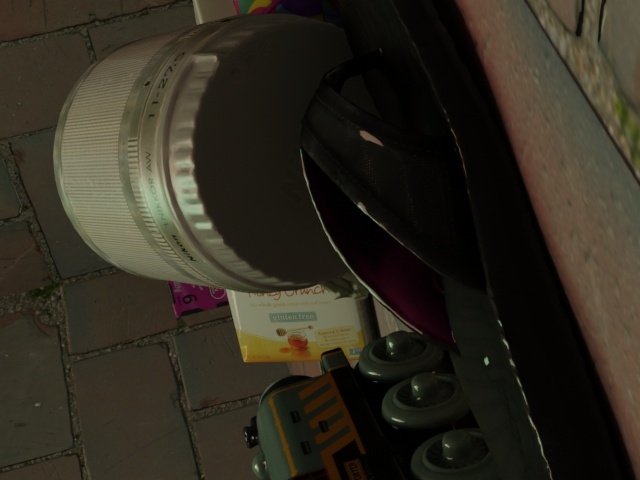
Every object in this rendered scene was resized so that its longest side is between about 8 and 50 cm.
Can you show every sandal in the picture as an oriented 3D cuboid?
[{"bbox_3d":[0.059,-0.007,0.729,0.168,0.107,0.446,86,168,-59],"label":"sandal"}]

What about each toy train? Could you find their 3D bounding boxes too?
[{"bbox_3d":[0.042,0.187,0.959,0.334,0.190,0.142,-119,16,-67],"label":"toy train"}]

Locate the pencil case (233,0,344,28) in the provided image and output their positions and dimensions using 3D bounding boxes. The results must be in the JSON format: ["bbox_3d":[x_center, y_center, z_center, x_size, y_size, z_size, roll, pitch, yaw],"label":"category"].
[{"bbox_3d":[-0.040,-0.261,1.122,0.104,0.104,0.236,82,169,-48],"label":"pencil case"}]

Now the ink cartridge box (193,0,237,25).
[{"bbox_3d":[-0.083,-0.189,1.573,0.273,0.114,0.198,89,165,-66],"label":"ink cartridge box"}]

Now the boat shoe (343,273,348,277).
[{"bbox_3d":[-0.006,-0.090,1.189,0.091,0.109,0.305,-54,33,25],"label":"boat shoe"}]

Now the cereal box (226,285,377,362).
[{"bbox_3d":[-0.037,0.031,1.434,0.047,0.173,0.240,-46,-53,-58],"label":"cereal box"}]

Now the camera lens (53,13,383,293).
[{"bbox_3d":[-0.080,-0.070,0.986,0.274,0.219,0.219,4,110,57],"label":"camera lens"}]

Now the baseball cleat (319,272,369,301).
[{"bbox_3d":[0.000,0.000,1.270,0.206,0.072,0.109,48,-156,-64],"label":"baseball cleat"}]

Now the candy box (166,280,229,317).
[{"bbox_3d":[-0.092,-0.010,1.514,0.071,0.233,0.159,-118,14,-72],"label":"candy box"}]
